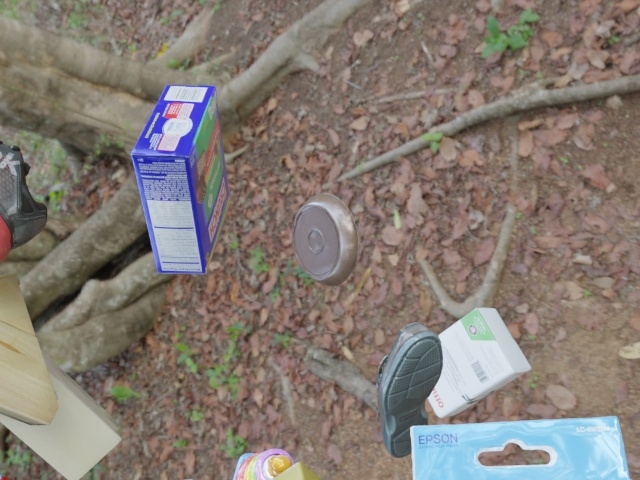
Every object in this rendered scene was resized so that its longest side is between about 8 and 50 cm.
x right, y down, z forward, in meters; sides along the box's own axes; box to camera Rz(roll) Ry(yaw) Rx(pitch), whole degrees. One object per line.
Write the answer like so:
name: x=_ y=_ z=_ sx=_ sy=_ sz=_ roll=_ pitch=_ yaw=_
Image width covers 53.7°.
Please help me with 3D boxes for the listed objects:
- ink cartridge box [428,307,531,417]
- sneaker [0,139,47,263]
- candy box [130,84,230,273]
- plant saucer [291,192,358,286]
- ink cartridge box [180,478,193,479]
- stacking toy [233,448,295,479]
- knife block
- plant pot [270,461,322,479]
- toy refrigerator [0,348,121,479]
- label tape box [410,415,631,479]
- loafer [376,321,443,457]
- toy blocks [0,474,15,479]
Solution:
ink cartridge box: x=0.330 y=0.276 z=1.422 sx=0.219 sy=0.092 sz=0.160 roll=-43 pitch=59 yaw=32
sneaker: x=-0.435 y=-0.091 z=0.756 sx=0.276 sy=0.135 sz=0.097 roll=48 pitch=125 yaw=4
candy box: x=-0.286 y=-0.127 z=1.357 sx=0.268 sy=0.122 sz=0.317 roll=-83 pitch=-3 yaw=-47
plant saucer: x=0.000 y=0.000 z=1.126 sx=0.168 sy=0.029 sz=0.169 roll=8 pitch=101 yaw=48
ink cartridge box: x=-0.434 y=0.663 z=1.416 sx=0.269 sy=0.197 sz=0.198 roll=-10 pitch=76 yaw=9
stacking toy: x=-0.124 y=0.597 z=1.614 sx=0.302 sy=0.175 sz=0.166 roll=112 pitch=172 yaw=-54
knife block: x=-0.486 y=0.138 z=0.776 sx=0.088 sy=0.242 sz=0.276 roll=-19 pitch=89 yaw=50
plant pot: x=-0.040 y=0.491 z=1.202 sx=0.081 sy=0.081 sz=0.083 roll=-36 pitch=35 yaw=7
toy refrigerator: x=-0.454 y=0.254 z=1.018 sx=0.102 sy=0.270 sz=0.094 roll=-43 pitch=23 yaw=-13
label tape box: x=0.244 y=0.394 z=0.739 sx=0.249 sy=0.115 sz=0.348 roll=-7 pitch=68 yaw=13
loafer: x=0.116 y=0.217 z=0.945 sx=0.084 sy=0.096 sz=0.268 roll=-127 pitch=30 yaw=-47
toy blocks: x=-0.660 y=0.377 z=0.975 sx=0.260 sy=0.381 sz=0.191 roll=-8 pitch=51 yaw=21
